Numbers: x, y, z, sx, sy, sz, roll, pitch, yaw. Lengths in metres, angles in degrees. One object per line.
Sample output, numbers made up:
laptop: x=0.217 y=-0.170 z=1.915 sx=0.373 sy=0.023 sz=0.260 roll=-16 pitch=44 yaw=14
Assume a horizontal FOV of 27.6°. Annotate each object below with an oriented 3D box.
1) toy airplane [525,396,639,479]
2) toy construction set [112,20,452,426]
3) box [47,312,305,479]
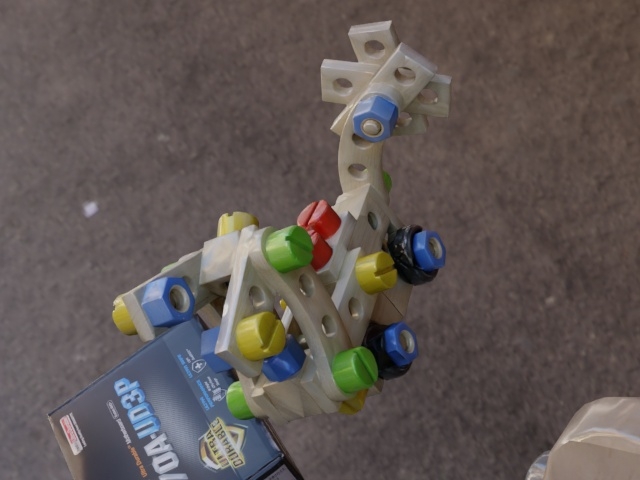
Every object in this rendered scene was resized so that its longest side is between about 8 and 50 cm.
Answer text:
toy airplane: x=0.153 y=0.255 z=0.612 sx=0.272 sy=0.384 sz=0.386 roll=-26 pitch=-3 yaw=-19
toy construction set: x=0.000 y=0.000 z=0.967 sx=0.151 sy=0.215 sz=0.328 roll=-9 pitch=40 yaw=47
box: x=-0.135 y=0.186 z=1.169 sx=0.175 sy=0.051 sz=0.220 roll=-35 pitch=42 yaw=-2
